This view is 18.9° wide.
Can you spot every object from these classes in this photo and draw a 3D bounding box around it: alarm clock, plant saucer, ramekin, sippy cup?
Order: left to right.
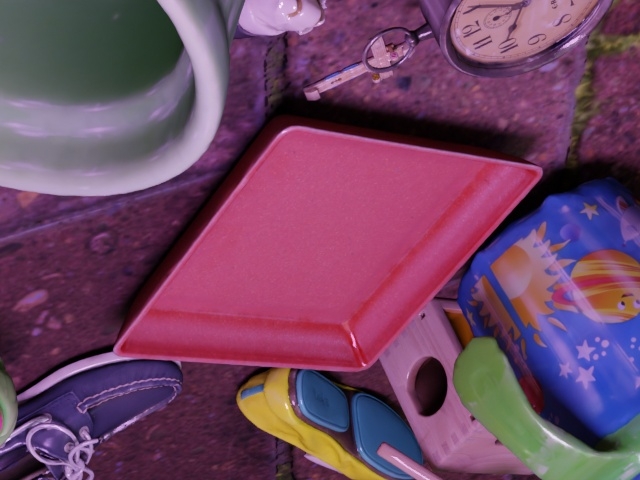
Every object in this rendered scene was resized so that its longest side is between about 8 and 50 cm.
[{"bbox_3d":[-0.165,-0.166,0.914,0.303,0.148,0.303,17,153,9],"label":"ramekin"},{"bbox_3d":[0.000,0.000,1.467,0.259,0.047,0.258,7,135,-39],"label":"plant saucer"},{"bbox_3d":[0.113,-0.164,1.295,0.192,0.064,0.129,-27,147,-1],"label":"alarm clock"},{"bbox_3d":[0.234,0.080,1.543,0.240,0.224,0.305,-37,162,4],"label":"sippy cup"}]

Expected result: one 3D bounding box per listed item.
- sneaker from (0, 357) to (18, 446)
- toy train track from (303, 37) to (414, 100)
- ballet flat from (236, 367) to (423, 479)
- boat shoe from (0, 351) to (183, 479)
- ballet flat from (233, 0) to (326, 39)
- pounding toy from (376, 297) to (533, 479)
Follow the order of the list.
[{"bbox_3d":[-0.441,0.180,1.302,0.483,0.185,0.202,-6,138,-26],"label":"sneaker"},{"bbox_3d":[0.029,-0.117,1.351,0.083,0.014,0.048,-24,147,-1],"label":"toy train track"},{"bbox_3d":[0.005,0.163,1.690,0.077,0.077,0.231,-16,150,27],"label":"ballet flat"},{"bbox_3d":[-0.221,0.159,1.512,0.255,0.079,0.095,-20,147,-9],"label":"boat shoe"},{"bbox_3d":[-0.006,-0.176,1.194,0.203,0.074,0.074,-41,144,23],"label":"ballet flat"},{"bbox_3d":[0.136,0.151,1.621,0.181,0.206,0.094,7,135,-40],"label":"pounding toy"}]
